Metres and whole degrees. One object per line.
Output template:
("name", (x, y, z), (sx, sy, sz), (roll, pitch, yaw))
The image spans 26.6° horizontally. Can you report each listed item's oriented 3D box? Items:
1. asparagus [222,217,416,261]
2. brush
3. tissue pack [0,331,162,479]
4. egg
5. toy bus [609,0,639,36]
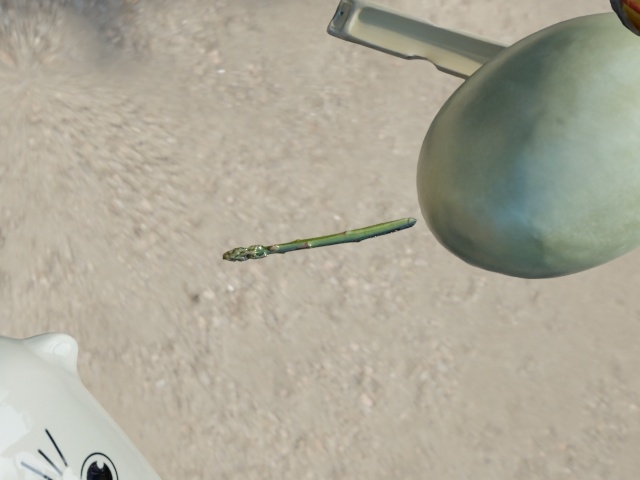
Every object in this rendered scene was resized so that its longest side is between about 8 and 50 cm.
("asparagus", (0.000, 0.000, 1.127), (0.166, 0.013, 0.016), (-11, 89, -7))
("brush", (0.155, -0.230, 1.656), (0.321, 0.050, 0.060), (22, 83, 26))
("tissue pack", (-0.219, 0.216, 0.914), (0.236, 0.229, 0.333), (-48, 120, -30))
("egg", (0.268, -0.100, 1.448), (0.352, 0.258, 0.258), (-25, 102, 14))
("toy bus", (0.352, -0.235, 1.113), (0.209, 0.126, 0.136), (-49, 62, 7))
